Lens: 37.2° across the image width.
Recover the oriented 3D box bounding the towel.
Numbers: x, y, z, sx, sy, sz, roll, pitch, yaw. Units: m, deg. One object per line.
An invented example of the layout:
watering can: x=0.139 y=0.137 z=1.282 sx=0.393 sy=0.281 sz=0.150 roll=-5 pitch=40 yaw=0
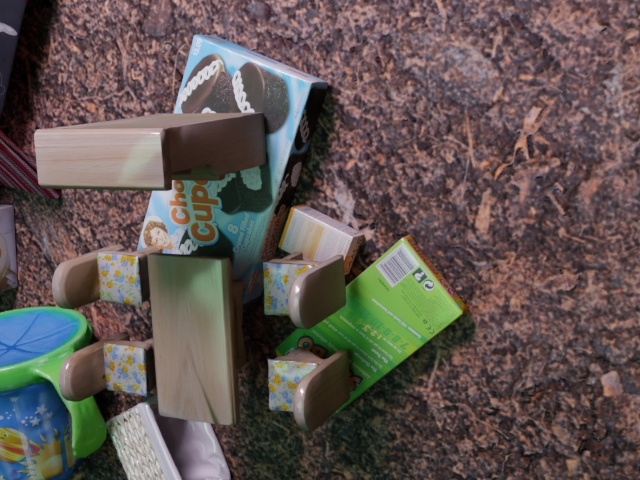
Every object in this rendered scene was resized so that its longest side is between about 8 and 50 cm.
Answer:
towel: x=-0.545 y=-0.147 z=1.444 sx=0.275 sy=0.199 sz=0.031 roll=15 pitch=69 yaw=24

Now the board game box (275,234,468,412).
board game box: x=0.061 y=0.120 z=1.265 sx=0.259 sy=0.039 sz=0.124 roll=-42 pitch=80 yaw=24

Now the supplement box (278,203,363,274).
supplement box: x=0.000 y=0.000 z=1.271 sx=0.098 sy=0.036 sz=0.062 roll=27 pitch=110 yaw=20

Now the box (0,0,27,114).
box: x=-0.532 y=-0.338 z=1.378 sx=0.143 sy=0.165 sz=0.270 roll=39 pitch=116 yaw=47

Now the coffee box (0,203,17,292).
coffee box: x=-0.586 y=0.028 z=1.449 sx=0.098 sy=0.246 sz=0.141 roll=5 pitch=101 yaw=25

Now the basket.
basket: x=-0.225 y=0.308 z=1.398 sx=0.103 sy=0.113 sz=0.167 roll=-25 pitch=87 yaw=30

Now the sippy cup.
sippy cup: x=-0.451 y=0.247 z=1.448 sx=0.240 sy=0.305 sz=0.224 roll=-11 pitch=109 yaw=-11

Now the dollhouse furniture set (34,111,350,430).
dollhouse furniture set: x=-0.183 y=0.047 z=1.180 sx=0.362 sy=0.256 sz=0.394 roll=3 pitch=102 yaw=24

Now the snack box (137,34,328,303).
snack box: x=-0.126 y=-0.097 z=1.302 sx=0.187 sy=0.060 sz=0.321 roll=25 pitch=110 yaw=20
